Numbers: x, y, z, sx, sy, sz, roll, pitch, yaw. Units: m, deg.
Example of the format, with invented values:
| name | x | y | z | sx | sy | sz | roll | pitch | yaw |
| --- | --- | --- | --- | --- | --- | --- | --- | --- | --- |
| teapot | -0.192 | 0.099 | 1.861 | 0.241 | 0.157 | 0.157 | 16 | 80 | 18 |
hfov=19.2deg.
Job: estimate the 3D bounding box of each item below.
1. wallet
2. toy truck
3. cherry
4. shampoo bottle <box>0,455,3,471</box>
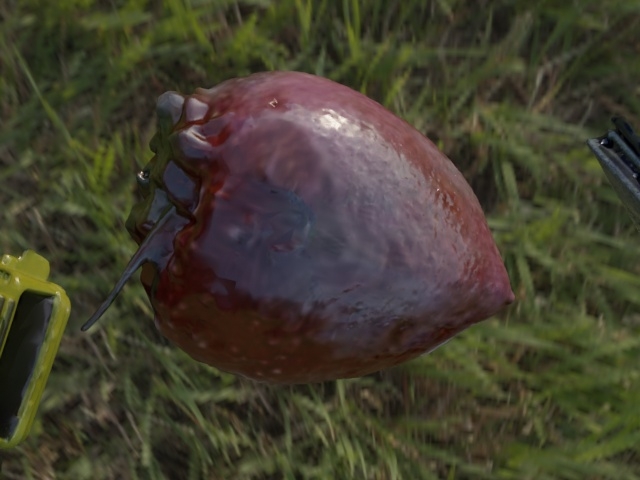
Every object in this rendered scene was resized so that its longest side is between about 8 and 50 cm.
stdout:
| name | x | y | z | sx | sy | sz | roll | pitch | yaw |
| --- | --- | --- | --- | --- | --- | --- | --- | --- | --- |
| wallet | 0.251 | 0.027 | 1.218 | 0.036 | 0.167 | 0.222 | -32 | 36 | 5 |
| toy truck | -0.391 | 0.058 | 1.613 | 0.405 | 0.254 | 0.181 | 14 | 87 | 42 |
| cherry | 0.000 | 0.000 | 1.169 | 0.249 | 0.175 | 0.192 | 15 | 81 | 5 |
| shampoo bottle | -0.314 | 0.231 | 1.598 | 0.137 | 0.027 | 0.048 | -51 | 57 | 18 |
